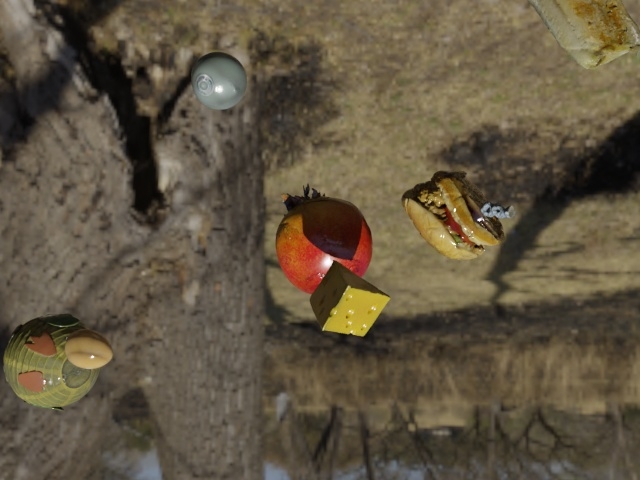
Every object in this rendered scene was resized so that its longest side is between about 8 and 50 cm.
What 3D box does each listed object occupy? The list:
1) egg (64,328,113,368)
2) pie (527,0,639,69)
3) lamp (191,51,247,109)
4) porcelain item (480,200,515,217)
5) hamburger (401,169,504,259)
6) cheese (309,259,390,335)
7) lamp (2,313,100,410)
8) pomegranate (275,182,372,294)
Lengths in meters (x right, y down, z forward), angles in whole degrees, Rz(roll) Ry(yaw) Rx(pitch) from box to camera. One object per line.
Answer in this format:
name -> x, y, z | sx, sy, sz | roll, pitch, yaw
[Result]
egg -> -0.469, 0.222, 1.950 | 0.097, 0.080, 0.080 | 7, 173, 24
pie -> 0.380, -0.381, 1.460 | 0.129, 0.282, 0.068 | -27, 166, -11
lamp -> -0.186, -0.293, 1.756 | 0.105, 0.105, 0.105 | 1, 170, 0
porcelain item -> 0.379, -0.065, 2.061 | 0.028, 0.036, 0.083 | -15, -166, -37
hamburger -> 0.318, -0.056, 2.276 | 0.163, 0.244, 0.244 | -37, 158, 15
cheese -> 0.041, 0.110, 1.679 | 0.126, 0.093, 0.171 | 34, -174, 5
lamp -> -0.705, 0.302, 2.488 | 0.250, 0.250, 0.284 | 11, -179, -45
pomegranate -> 0.000, 0.000, 1.987 | 0.210, 0.235, 0.210 | -31, 163, -10
